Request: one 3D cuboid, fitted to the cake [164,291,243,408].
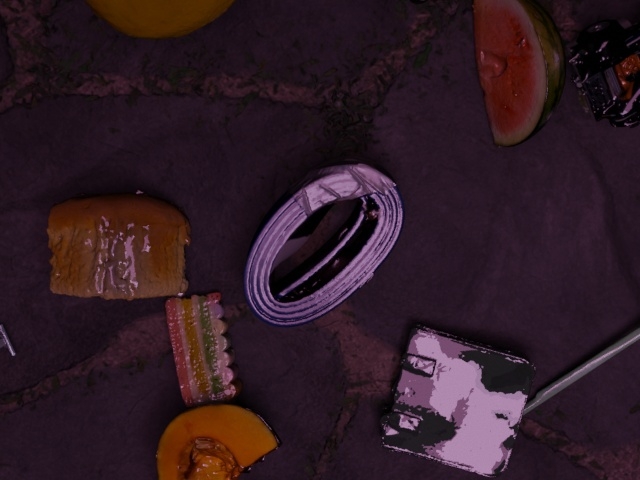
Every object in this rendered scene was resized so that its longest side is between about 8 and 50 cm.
[{"bbox_3d":[-0.221,0.213,1.881,0.109,0.090,0.225,-12,100,6],"label":"cake"}]

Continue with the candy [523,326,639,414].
[{"bbox_3d":[0.549,0.211,1.882,0.440,0.119,0.119,-39,99,14],"label":"candy"}]

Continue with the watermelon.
[{"bbox_3d":[0.379,-0.326,1.781,0.128,0.159,0.303,-20,105,-35],"label":"watermelon"}]

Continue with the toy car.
[{"bbox_3d":[0.591,-0.330,1.757,0.301,0.118,0.193,-27,112,3],"label":"toy car"}]

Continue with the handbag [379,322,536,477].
[{"bbox_3d":[0.256,0.304,1.897,0.260,0.079,0.247,15,99,2],"label":"handbag"}]

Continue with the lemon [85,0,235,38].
[{"bbox_3d":[-0.259,-0.496,1.624,0.348,0.348,0.347,0,101,0],"label":"lemon"}]

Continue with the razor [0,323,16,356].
[{"bbox_3d":[-0.684,0.221,1.908,0.191,0.037,0.068,-19,102,4],"label":"razor"}]

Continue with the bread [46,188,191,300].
[{"bbox_3d":[-0.361,0.006,1.807,0.262,0.162,0.204,-1,90,-14],"label":"bread"}]

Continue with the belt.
[{"bbox_3d":[0.000,0.000,1.825,0.212,0.117,0.347,43,100,-8],"label":"belt"}]

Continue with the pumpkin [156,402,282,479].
[{"bbox_3d":[-0.212,0.389,1.892,0.312,0.148,0.169,-42,89,17],"label":"pumpkin"}]

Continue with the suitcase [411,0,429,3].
[{"bbox_3d":[0.253,-0.602,1.663,0.434,0.194,0.283,-33,99,6],"label":"suitcase"}]
